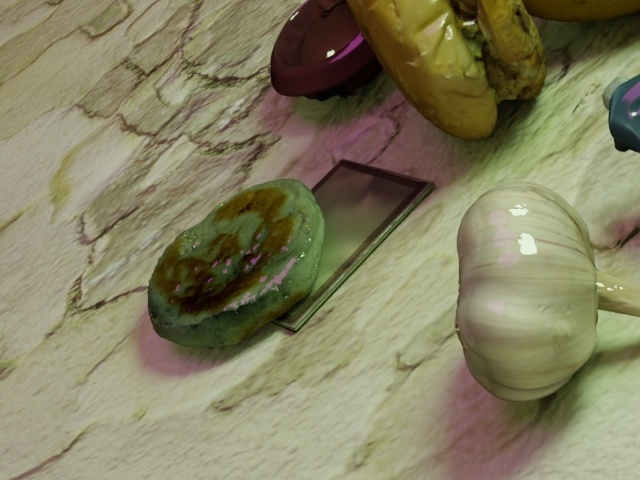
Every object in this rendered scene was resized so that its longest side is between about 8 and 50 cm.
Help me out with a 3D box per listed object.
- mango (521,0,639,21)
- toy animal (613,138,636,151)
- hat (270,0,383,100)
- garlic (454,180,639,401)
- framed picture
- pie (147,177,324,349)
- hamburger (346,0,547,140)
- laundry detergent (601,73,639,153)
[{"bbox_3d":[0.347,-0.362,1.964,0.378,0.221,0.264,-1,33,30],"label":"mango"},{"bbox_3d":[0.386,-0.082,1.671,0.233,0.084,0.148,-32,33,-4],"label":"toy animal"},{"bbox_3d":[0.029,-0.236,2.198,0.205,0.089,0.205,-26,35,20],"label":"hat"},{"bbox_3d":[0.228,0.046,1.577,0.226,0.199,0.199,3,41,9],"label":"garlic"},{"bbox_3d":[0.000,0.000,1.977,0.231,0.010,0.173,-45,33,-18],"label":"framed picture"},{"bbox_3d":[-0.088,0.023,1.963,0.240,0.054,0.240,-25,33,18],"label":"pie"},{"bbox_3d":[0.120,-0.252,1.938,0.158,0.318,0.318,-31,32,3],"label":"hamburger"},{"bbox_3d":[0.333,-0.096,1.630,0.096,0.061,0.206,-53,50,1],"label":"laundry detergent"}]
